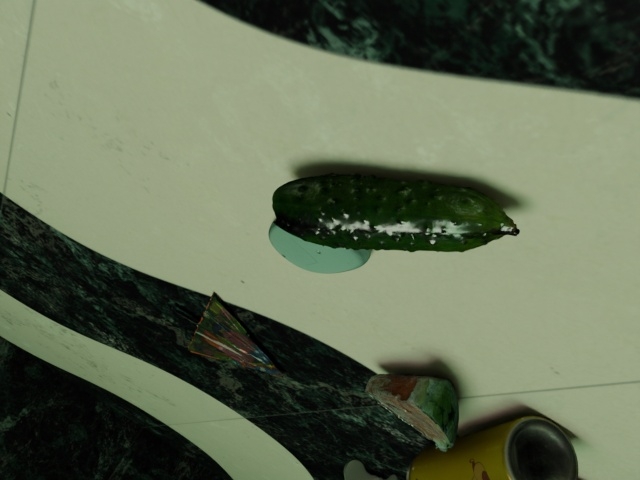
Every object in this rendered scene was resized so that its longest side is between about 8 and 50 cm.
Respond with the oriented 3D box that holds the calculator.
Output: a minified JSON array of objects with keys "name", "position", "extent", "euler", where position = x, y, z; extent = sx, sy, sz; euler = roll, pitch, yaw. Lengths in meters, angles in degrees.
[{"name":"calculator","position":[0.000,0.000,0.648],"extent":[0.095,0.021,0.153],"euler":[42,151,-21]}]

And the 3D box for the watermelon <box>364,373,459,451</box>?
[{"name":"watermelon","position":[0.124,0.205,0.808],"extent":[0.139,0.071,0.187],"euler":[22,158,27]}]

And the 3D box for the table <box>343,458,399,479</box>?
[{"name":"table","position":[0.086,0.565,1.238],"extent":[0.166,0.198,0.167],"euler":[21,149,14]}]

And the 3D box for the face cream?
[{"name":"face cream","position":[0.213,0.330,0.873],"extent":[0.105,0.105,0.349],"euler":[31,150,-1]}]

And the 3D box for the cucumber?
[{"name":"cucumber","position":[0.056,-0.022,0.529],"extent":[0.227,0.069,0.069],"euler":[6,142,29]}]

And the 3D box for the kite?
[{"name":"kite","position":[-0.157,0.178,1.061],"extent":[0.233,0.016,0.321],"euler":[31,151,-4]}]
